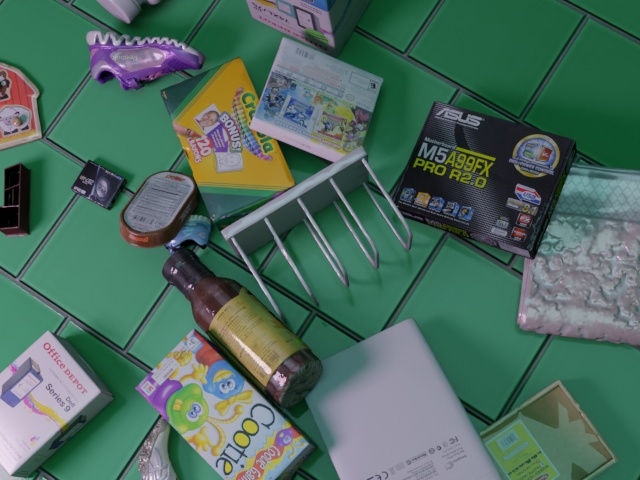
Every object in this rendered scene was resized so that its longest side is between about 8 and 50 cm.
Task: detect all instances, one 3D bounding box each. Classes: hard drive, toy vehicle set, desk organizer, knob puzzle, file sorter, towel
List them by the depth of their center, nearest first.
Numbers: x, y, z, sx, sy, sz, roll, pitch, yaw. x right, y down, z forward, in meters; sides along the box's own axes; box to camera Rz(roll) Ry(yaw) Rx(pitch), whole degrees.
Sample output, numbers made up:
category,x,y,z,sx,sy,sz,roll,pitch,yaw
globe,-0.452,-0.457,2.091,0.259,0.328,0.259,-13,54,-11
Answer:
category,x,y,z,sx,sy,sz,roll,pitch,yaw
hard drive,0.126,0.316,1.749,0.233,0.047,0.353,-26,52,-2
toy vehicle set,0.343,0.375,1.789,0.267,0.035,0.166,-33,76,-4
file sorter,0.000,0.000,1.837,0.277,0.193,0.173,-31,79,-3
towel,0.528,0.025,1.855,0.332,0.053,0.317,7,77,8
desk organizer,-0.572,-0.077,1.976,0.047,0.050,0.130,-4,75,4
knob puzzle,-0.636,-0.265,2.041,0.213,0.030,0.213,-1,76,5

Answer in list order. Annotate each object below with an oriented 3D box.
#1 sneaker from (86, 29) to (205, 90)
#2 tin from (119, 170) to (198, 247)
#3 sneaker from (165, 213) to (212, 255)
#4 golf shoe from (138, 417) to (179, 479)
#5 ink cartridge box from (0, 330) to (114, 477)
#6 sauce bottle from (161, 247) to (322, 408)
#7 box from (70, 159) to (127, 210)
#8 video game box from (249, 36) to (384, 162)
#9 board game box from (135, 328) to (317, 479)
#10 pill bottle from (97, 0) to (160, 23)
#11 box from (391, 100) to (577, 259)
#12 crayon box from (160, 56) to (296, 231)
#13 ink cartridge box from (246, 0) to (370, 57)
category,x,y,z,sx,sy,sz,roll,pitch,yaw
sneaker,-0.334,-0.331,2.005,0.236,0.095,0.104,7,83,12
tin,-0.287,-0.059,1.895,0.106,0.040,0.190,17,43,9
sneaker,-0.279,-0.007,1.928,0.162,0.063,0.073,-3,79,4
golf shoe,-0.276,0.400,1.834,0.086,0.069,0.176,17,80,-12
ink cartridge box,-0.495,0.286,1.857,0.212,0.093,0.154,-42,76,-8
sauce bottle,-0.144,0.140,1.834,0.111,0.111,0.344,-45,65,-7
box,-0.415,-0.104,1.986,0.083,0.018,0.067,28,79,11
video game box,-0.005,-0.249,1.927,0.205,0.048,0.187,22,62,-7
board game box,-0.156,0.302,1.797,0.275,0.142,0.144,42,83,13
pill bottle,-0.326,-0.540,2.027,0.136,0.136,0.246,36,82,12
box,0.288,-0.110,1.879,0.270,0.060,0.216,20,79,22
crayon box,-0.166,-0.177,1.950,0.165,0.081,0.278,-23,75,-1
ink cartridge box,-0.017,-0.500,1.922,0.198,0.270,0.197,27,81,11
